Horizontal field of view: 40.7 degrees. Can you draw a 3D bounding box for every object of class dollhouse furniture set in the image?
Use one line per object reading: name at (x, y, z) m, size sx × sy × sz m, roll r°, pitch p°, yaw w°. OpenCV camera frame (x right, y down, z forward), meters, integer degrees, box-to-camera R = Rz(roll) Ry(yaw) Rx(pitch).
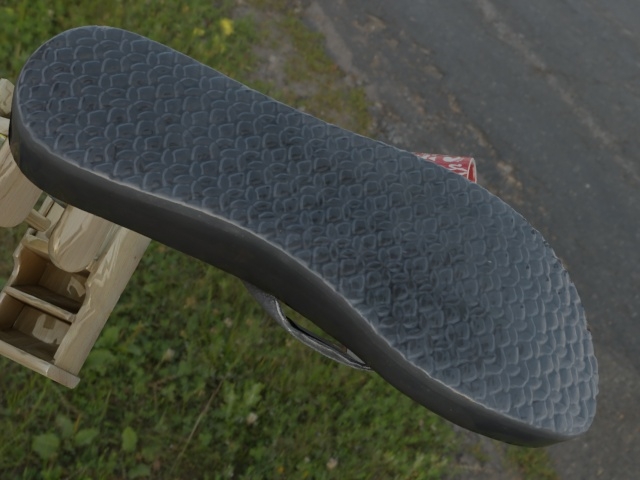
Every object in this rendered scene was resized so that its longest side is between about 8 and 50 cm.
dollhouse furniture set at (-0.259, -0.008, 0.675) m, size 0.212 × 0.242 × 0.161 m, roll 17°, pitch 72°, yaw 29°

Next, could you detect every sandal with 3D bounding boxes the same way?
sandal at (0.000, -0.001, 0.349) m, size 0.254 × 0.054 × 0.097 m, roll 31°, pitch 53°, yaw -3°

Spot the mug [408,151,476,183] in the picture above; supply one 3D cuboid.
mug at (0.133, -0.059, 1.233) m, size 0.169 × 0.150 × 0.113 m, roll 3°, pitch 29°, yaw 18°
